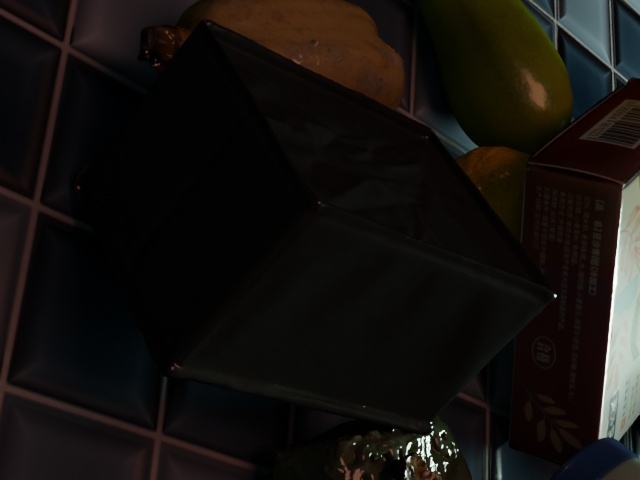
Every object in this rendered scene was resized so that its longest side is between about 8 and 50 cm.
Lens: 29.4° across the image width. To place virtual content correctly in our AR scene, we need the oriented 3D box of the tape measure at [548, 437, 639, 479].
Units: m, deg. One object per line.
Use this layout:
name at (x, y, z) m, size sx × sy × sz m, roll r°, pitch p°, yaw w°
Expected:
tape measure at (0.267, 0.310, 1.321) m, size 0.215 × 0.098 × 0.351 m, roll -53°, pitch 149°, yaw 1°

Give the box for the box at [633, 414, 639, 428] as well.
box at (0.532, 0.188, 1.820) m, size 0.153 × 0.074 × 0.239 m, roll 41°, pitch 50°, yaw -37°

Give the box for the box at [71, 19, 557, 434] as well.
box at (-0.001, 0.001, 1.112) m, size 0.345 × 0.204 × 0.251 m, roll 19°, pitch 30°, yaw -44°

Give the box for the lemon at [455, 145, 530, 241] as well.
lemon at (0.216, -0.046, 1.496) m, size 0.187 × 0.142 × 0.142 m, roll 2°, pitch 74°, yaw -51°

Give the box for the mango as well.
mango at (0.221, -0.239, 1.586) m, size 0.175 × 0.143 × 0.293 m, roll -23°, pitch 83°, yaw -44°

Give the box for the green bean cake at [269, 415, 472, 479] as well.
green bean cake at (0.061, 0.280, 1.216) m, size 0.227 × 0.125 × 0.222 m, roll -5°, pitch 80°, yaw -54°

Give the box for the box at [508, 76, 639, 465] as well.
box at (0.365, 0.033, 1.519) m, size 0.344 × 0.122 × 0.385 m, roll -34°, pitch 131°, yaw -49°

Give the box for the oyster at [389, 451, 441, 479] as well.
oyster at (0.088, 0.263, 1.128) m, size 0.086 × 0.029 × 0.132 m, roll 41°, pitch 45°, yaw -36°

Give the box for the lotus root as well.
lotus root at (-0.051, -0.172, 1.238) m, size 0.343 × 0.151 × 0.169 m, roll -8°, pitch 58°, yaw -46°
